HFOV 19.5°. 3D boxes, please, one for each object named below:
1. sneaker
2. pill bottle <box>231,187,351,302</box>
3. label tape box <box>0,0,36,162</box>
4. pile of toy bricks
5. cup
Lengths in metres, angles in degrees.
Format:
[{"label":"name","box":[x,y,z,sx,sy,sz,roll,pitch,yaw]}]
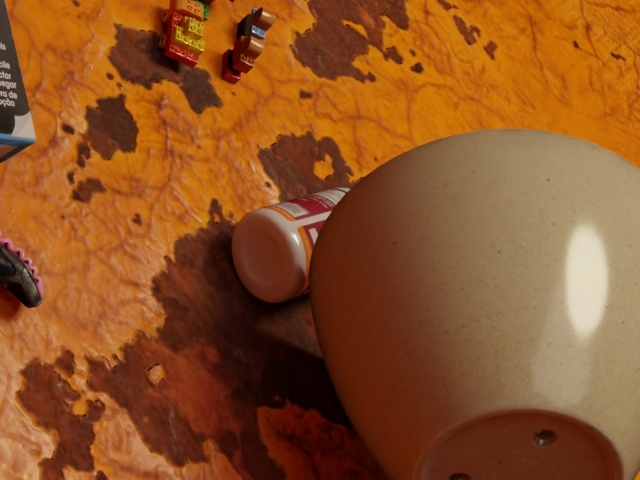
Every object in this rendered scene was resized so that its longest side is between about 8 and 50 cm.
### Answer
[{"label":"sneaker","box":[-0.272,0.015,1.481,0.119,0.047,0.057,47,63,-3]},{"label":"pill bottle","box":[0.000,0.000,1.680,0.152,0.086,0.086,-16,74,-45]},{"label":"label tape box","box":[-0.372,-0.225,1.416,0.249,0.115,0.348,3,70,-54]},{"label":"pile of toy bricks","box":[-0.085,-0.260,1.765,0.118,0.105,0.212,22,51,-28]},{"label":"cup","box":[0.153,0.111,1.528,0.331,0.331,0.237,29,36,-23]}]
